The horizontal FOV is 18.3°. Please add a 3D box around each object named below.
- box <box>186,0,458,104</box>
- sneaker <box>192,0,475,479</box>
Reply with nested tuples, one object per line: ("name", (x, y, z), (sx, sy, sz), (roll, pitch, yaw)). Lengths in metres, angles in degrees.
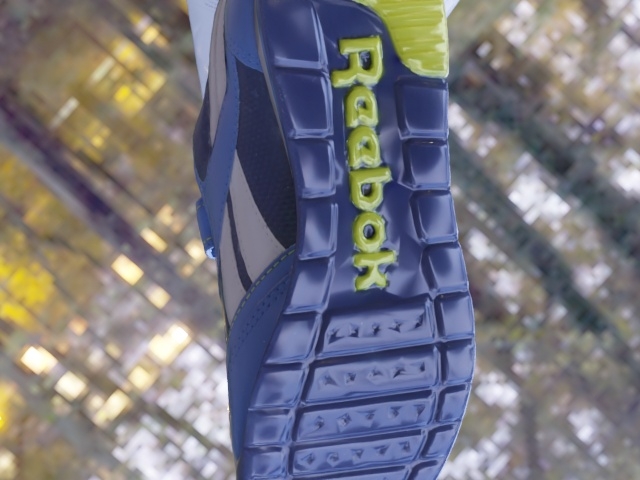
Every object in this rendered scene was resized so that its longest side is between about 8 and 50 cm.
("box", (0.003, -0.142, 0.977), (0.130, 0.091, 0.170), (-58, 162, -27))
("sneaker", (0.000, 0.000, 0.445), (0.059, 0.053, 0.144), (-168, -101, -66))
